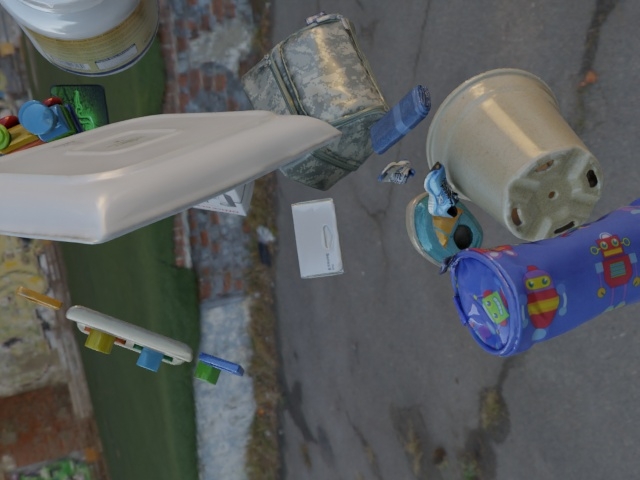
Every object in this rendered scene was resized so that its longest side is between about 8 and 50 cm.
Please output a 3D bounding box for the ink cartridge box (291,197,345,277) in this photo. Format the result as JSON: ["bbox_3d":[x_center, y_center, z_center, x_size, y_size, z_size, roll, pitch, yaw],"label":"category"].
[{"bbox_3d":[0.000,0.000,1.596,0.212,0.093,0.154,54,-152,-87],"label":"ink cartridge box"}]

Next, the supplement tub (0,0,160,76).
[{"bbox_3d":[-0.368,-0.395,1.143,0.316,0.228,0.228,161,96,-82],"label":"supplement tub"}]

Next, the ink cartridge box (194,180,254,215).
[{"bbox_3d":[-0.236,-0.137,1.596,0.218,0.159,0.092,78,-158,-74],"label":"ink cartridge box"}]

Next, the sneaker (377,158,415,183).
[{"bbox_3d":[0.207,-0.177,2.006,0.058,0.135,0.052,48,136,17],"label":"sneaker"}]

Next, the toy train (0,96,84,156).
[{"bbox_3d":[-0.560,-0.173,1.338,0.143,0.248,0.105,-119,6,-88],"label":"toy train"}]

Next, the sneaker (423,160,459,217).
[{"bbox_3d":[0.280,-0.111,1.687,0.073,0.063,0.162,23,153,32],"label":"sneaker"}]

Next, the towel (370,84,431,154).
[{"bbox_3d":[0.129,-0.191,1.210,0.119,0.029,0.067,-39,34,35],"label":"towel"}]

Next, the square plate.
[{"bbox_3d":[-0.211,-0.086,0.822,0.344,0.347,0.049,6,114,38],"label":"square plate"}]

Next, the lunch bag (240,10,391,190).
[{"bbox_3d":[0.007,-0.300,1.601,0.256,0.212,0.305,-33,62,23],"label":"lunch bag"}]

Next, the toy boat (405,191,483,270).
[{"bbox_3d":[0.367,-0.086,2.029,0.148,0.267,0.318,6,69,57],"label":"toy boat"}]

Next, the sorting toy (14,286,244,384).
[{"bbox_3d":[-0.283,0.153,1.104,0.196,0.348,0.047,140,151,-72],"label":"sorting toy"}]

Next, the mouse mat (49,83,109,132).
[{"bbox_3d":[-0.525,-0.249,1.663,0.153,0.007,0.189,4,109,23],"label":"mouse mat"}]

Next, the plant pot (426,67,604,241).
[{"bbox_3d":[0.439,-0.165,1.641,0.305,0.334,0.333,-114,22,-55],"label":"plant pot"}]

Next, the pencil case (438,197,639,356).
[{"bbox_3d":[0.285,0.035,0.842,0.133,0.306,0.119,-27,79,67],"label":"pencil case"}]
